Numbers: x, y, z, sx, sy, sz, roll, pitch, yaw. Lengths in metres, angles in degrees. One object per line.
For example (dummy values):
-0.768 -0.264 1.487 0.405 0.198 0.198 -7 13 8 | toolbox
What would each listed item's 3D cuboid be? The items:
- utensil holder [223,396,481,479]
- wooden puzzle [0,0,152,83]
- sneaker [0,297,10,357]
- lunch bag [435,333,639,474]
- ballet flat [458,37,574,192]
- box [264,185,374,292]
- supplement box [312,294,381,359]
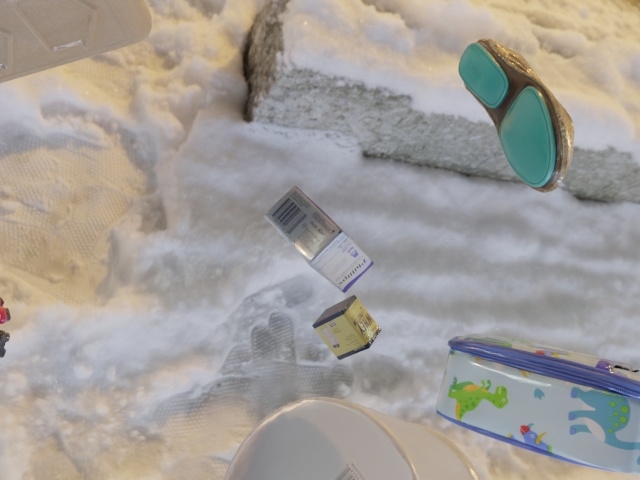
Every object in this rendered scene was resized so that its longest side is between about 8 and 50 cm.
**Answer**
0.069 0.433 0.802 0.385 0.328 0.327 42 50 -53 | utensil holder
-0.437 -0.345 0.669 0.348 0.322 0.080 -23 74 -5 | wooden puzzle
-0.434 0.188 0.521 0.112 0.121 0.299 24 79 -55 | sneaker
0.225 0.146 0.477 0.219 0.176 0.090 20 81 -50 | lunch bag
0.198 -0.125 0.485 0.067 0.073 0.206 5 51 -20 | ballet flat
0.000 0.000 0.801 0.072 0.137 0.126 -45 56 1 | box
0.047 0.158 0.924 0.083 0.083 0.056 53 41 -5 | supplement box
